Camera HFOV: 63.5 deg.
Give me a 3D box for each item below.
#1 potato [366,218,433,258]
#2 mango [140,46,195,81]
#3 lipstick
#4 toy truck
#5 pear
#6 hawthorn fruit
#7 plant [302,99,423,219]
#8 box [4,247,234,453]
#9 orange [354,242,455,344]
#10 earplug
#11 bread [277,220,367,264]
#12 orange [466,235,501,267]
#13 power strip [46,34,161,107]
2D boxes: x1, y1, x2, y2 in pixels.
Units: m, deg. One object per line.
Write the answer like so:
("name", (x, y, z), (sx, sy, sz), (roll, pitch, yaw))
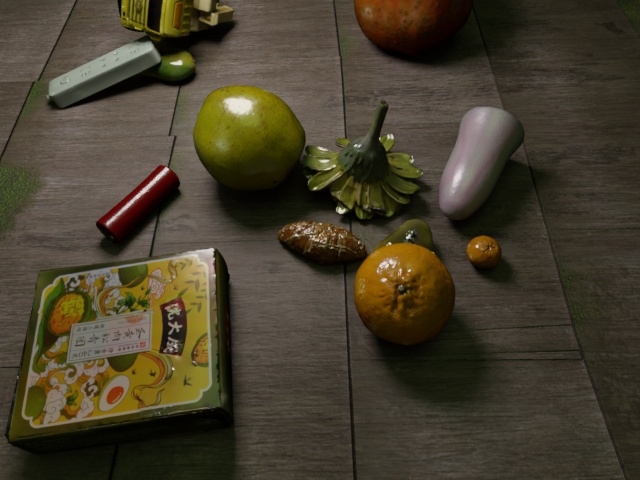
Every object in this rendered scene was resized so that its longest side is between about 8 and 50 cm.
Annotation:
("potato", (0.193, 0.021, 1.244), (0.188, 0.085, 0.105), (-31, 58, -12))
("mango", (-0.496, -0.576, 1.676), (0.190, 0.086, 0.122), (16, 66, 13))
("lipstick", (-0.474, -0.098, 1.356), (0.080, 0.080, 0.241), (29, 63, 20))
("toy truck", (-0.458, -0.762, 1.675), (0.253, 0.181, 0.405), (19, 29, 7))
("pear", (-0.189, -0.266, 1.346), (0.294, 0.294, 0.295), (-1, 56, 2))
("hawthorn fruit", (0.292, -0.810, 1.623), (0.402, 0.403, 0.403), (-1, 56, 2))
("plant", (0.127, -0.183, 1.326), (0.305, 0.297, 0.262), (-11, 86, -23))
("box", (-0.404, 0.224, 1.101), (0.419, 0.138, 0.373), (-8, 56, -2))
("orange", (0.180, 0.114, 1.109), (0.219, 0.193, 0.220), (-1, 95, -8))
("earplug", (0.394, -0.177, 1.335), (0.172, 0.172, 0.301), (22, 66, 17))
("bread", (0.000, 0.000, 1.272), (0.232, 0.076, 0.105), (12, 56, 12))
("orange", (0.391, 0.027, 1.238), (0.083, 0.070, 0.083), (0, 60, 0))
("power strip", (-0.688, -0.525, 1.623), (0.385, 0.062, 0.091), (-24, 56, 2))
